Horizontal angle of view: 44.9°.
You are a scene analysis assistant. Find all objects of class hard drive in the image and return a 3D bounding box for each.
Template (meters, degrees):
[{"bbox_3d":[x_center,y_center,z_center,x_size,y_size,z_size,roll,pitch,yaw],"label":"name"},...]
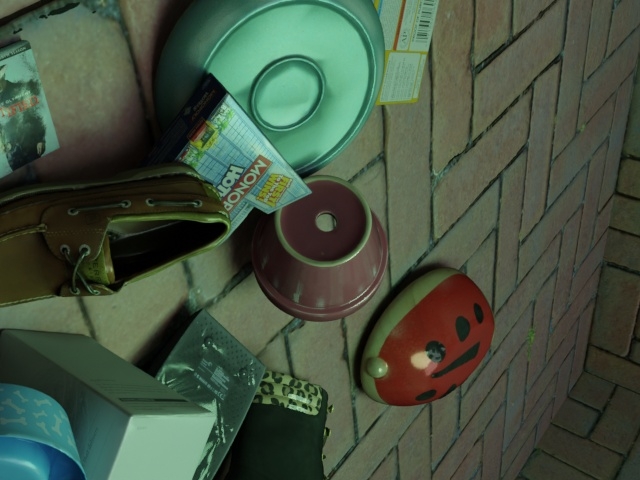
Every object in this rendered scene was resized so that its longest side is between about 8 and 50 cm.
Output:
[{"bbox_3d":[-0.189,0.240,1.070,0.172,0.054,0.254,49,55,-34],"label":"hard drive"}]

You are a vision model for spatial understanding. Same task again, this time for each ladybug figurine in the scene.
[{"bbox_3d":[0.251,0.224,1.697,0.449,0.162,0.305,-22,127,-50],"label":"ladybug figurine"}]

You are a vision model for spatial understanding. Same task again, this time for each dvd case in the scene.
[{"bbox_3d":[-0.310,-0.127,0.763,0.087,0.013,0.119,-39,138,-39],"label":"dvd case"}]

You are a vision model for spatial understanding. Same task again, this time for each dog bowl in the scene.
[{"bbox_3d":[-0.357,0.227,0.709,0.297,0.074,0.166,-26,134,7],"label":"dog bowl"}]

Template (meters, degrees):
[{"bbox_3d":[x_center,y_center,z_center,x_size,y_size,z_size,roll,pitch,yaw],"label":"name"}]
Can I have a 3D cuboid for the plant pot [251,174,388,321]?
[{"bbox_3d":[0.000,0.000,1.086,0.201,0.201,0.180,-58,171,-17],"label":"plant pot"}]

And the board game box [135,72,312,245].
[{"bbox_3d":[-0.114,-0.072,0.948,0.194,0.060,0.194,28,107,-43],"label":"board game box"}]

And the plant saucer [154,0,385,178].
[{"bbox_3d":[-0.048,-0.189,0.969,0.318,0.043,0.317,-18,134,-20],"label":"plant saucer"}]

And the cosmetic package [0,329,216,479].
[{"bbox_3d":[-0.272,0.245,0.847,0.138,0.225,0.224,19,92,-57],"label":"cosmetic package"}]

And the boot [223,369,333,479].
[{"bbox_3d":[-0.016,0.389,1.209,0.377,0.138,0.284,34,44,-36],"label":"boot"}]

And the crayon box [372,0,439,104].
[{"bbox_3d":[0.054,-0.306,1.142,0.323,0.083,0.203,-17,123,-53],"label":"crayon box"}]

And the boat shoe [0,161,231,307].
[{"bbox_3d":[-0.240,0.001,0.787,0.307,0.104,0.110,-24,134,-23],"label":"boat shoe"}]

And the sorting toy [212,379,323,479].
[{"bbox_3d":[-0.094,0.333,1.365,0.208,0.038,0.193,-61,148,-2],"label":"sorting toy"}]
